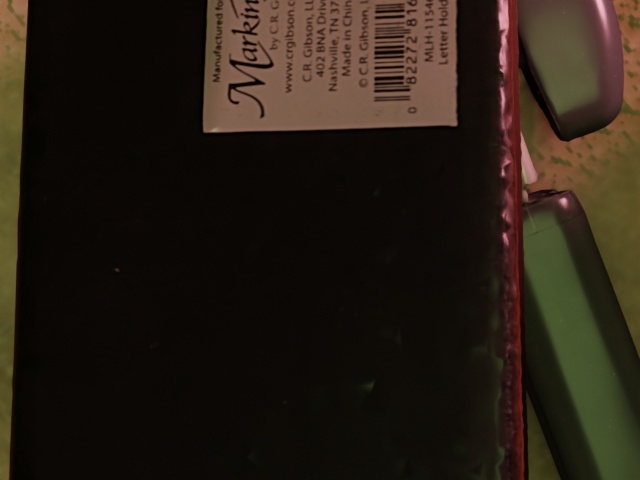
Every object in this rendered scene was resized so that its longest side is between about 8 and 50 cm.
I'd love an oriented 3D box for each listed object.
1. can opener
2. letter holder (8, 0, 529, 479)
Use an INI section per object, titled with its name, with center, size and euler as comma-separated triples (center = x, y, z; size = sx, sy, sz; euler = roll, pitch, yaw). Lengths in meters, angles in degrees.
[can opener]
center = 0.104, -0.001, 0.658
size = 0.093, 0.074, 0.280
euler = -17, 92, 2
[letter holder]
center = 0.000, 0.000, 0.565
size = 0.152, 0.214, 0.302
euler = -2, 78, 10
